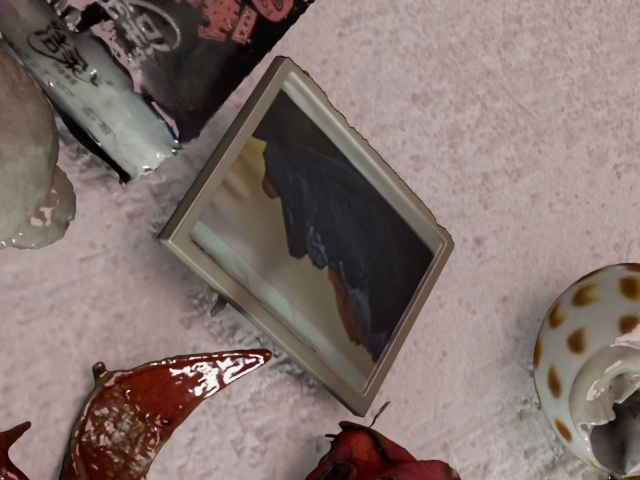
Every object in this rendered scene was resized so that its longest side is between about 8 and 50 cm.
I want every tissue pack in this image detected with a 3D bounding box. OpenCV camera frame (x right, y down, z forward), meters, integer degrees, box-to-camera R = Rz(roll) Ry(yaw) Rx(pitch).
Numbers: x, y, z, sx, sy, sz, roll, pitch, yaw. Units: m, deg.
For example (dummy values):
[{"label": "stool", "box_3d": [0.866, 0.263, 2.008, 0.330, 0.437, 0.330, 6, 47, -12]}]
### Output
[{"label": "tissue pack", "box_3d": [-0.131, -0.230, 1.050, 0.245, 0.123, 0.332, 48, 48, -14]}]

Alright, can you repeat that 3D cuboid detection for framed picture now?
[{"label": "framed picture", "box_3d": [0.001, 0.000, 1.089, 0.265, 0.018, 0.192, 44, 65, -34]}]

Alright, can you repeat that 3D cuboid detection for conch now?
[{"label": "conch", "box_3d": [0.305, 0.111, 1.315, 0.275, 0.148, 0.183, -28, 125, -35]}]

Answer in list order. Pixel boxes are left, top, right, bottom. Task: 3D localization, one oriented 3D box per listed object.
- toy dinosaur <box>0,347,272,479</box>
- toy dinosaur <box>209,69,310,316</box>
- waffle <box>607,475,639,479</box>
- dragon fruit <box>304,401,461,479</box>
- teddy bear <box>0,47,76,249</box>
[{"label": "toy dinosaur", "box_3d": [-0.149, 0.198, 0.913, 0.327, 0.113, 0.207, -23, 94, -45]}, {"label": "toy dinosaur", "box_3d": [-0.043, -0.030, 1.113, 0.242, 0.053, 0.167, -38, 102, -41]}, {"label": "waffle", "box_3d": [0.406, 0.281, 1.417, 0.329, 0.062, 0.329, 12, 71, -38]}, {"label": "dragon fruit", "box_3d": [0.057, 0.248, 1.017, 0.233, 0.234, 0.293, 24, 48, -35]}, {"label": "teddy bear", "box_3d": [-0.297, -0.046, 0.822, 0.267, 0.151, 0.236, -30, 90, -45]}]
